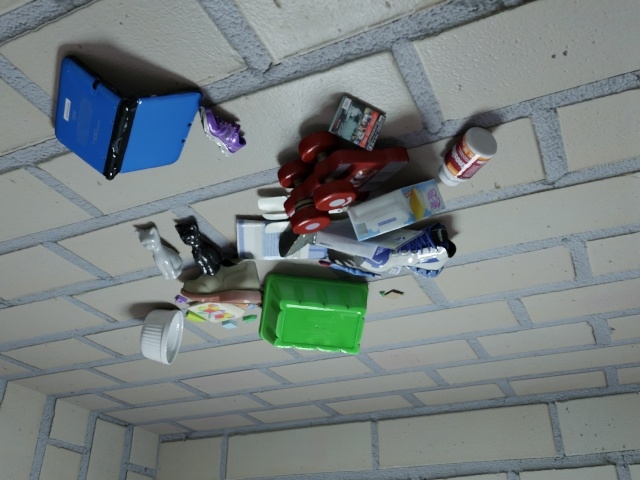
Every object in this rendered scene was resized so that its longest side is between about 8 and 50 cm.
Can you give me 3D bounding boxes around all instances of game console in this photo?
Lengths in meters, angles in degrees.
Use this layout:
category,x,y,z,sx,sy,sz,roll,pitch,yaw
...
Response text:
category,x,y,z,sx,sy,sz,roll,pitch,yaw
game console,-0.445,-0.286,1.473,0.250,0.173,0.293,38,143,-2

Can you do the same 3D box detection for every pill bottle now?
category,x,y,z,sx,sy,sz,roll,pitch,yaw
pill bottle,0.180,0.059,2.017,0.137,0.078,0.078,10,149,-16
pill bottle,0.350,-0.197,1.557,0.086,0.086,0.152,11,148,-18

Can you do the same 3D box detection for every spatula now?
category,x,y,z,sx,sy,sz,roll,pitch,yaw
spatula,-0.047,-0.078,1.811,0.241,0.019,0.168,-4,142,2

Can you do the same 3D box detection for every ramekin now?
category,x,y,z,sx,sy,sz,roll,pitch,yaw
ramekin,-0.599,0.355,2.428,0.108,0.207,0.207,9,150,3

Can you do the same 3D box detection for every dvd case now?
category,x,y,z,sx,sy,sz,roll,pitch,yaw
dvd case,0.085,-0.264,1.460,0.119,0.087,0.013,19,-172,-31

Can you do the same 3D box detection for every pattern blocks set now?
category,x,y,z,sx,sy,sz,roll,pitch,yaw
pattern blocks set,-0.393,0.263,2.432,0.285,0.026,0.324,-26,142,38

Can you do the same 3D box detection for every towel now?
category,x,y,z,sx,sy,sz,roll,pitch,yaw
towel,-0.116,-0.003,1.958,0.284,0.034,0.209,0,148,-4

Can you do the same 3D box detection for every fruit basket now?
category,x,y,z,sx,sy,sz,roll,pitch,yaw
fruit basket,-0.029,0.258,2.265,0.391,0.283,0.392,9,-168,-2

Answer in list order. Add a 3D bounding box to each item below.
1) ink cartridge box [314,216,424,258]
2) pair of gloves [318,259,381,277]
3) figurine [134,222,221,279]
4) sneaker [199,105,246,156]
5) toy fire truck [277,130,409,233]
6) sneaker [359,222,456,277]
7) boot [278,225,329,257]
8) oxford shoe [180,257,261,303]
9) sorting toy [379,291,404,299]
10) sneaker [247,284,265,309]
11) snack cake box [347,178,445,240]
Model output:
category,x,y,z,sx,sy,sz,roll,pitch,yaw
ink cartridge box,0.133,-0.005,1.697,0.223,0.045,0.223,13,-163,25
pair of gloves,0.098,0.095,2.040,0.198,0.023,0.159,13,178,40
figurine,-0.436,0.021,1.966,0.214,0.092,0.209,-6,142,12
sneaker,-0.225,-0.262,1.493,0.071,0.068,0.170,-24,154,10
toy fire truck,0.049,-0.139,1.611,0.253,0.170,0.302,-4,157,-32
sneaker,0.275,0.011,1.905,0.315,0.128,0.182,8,146,-27
boot,0.000,0.003,1.889,0.208,0.076,0.189,1,160,-30
oxford shoe,-0.323,0.133,2.116,0.396,0.147,0.140,-3,171,44
sorting toy,0.252,0.194,2.317,0.083,0.012,0.062,16,152,-32
sneaker,-0.246,0.191,2.247,0.185,0.084,0.069,25,142,-36
snack cake box,0.196,-0.081,1.628,0.152,0.089,0.264,-20,180,30
